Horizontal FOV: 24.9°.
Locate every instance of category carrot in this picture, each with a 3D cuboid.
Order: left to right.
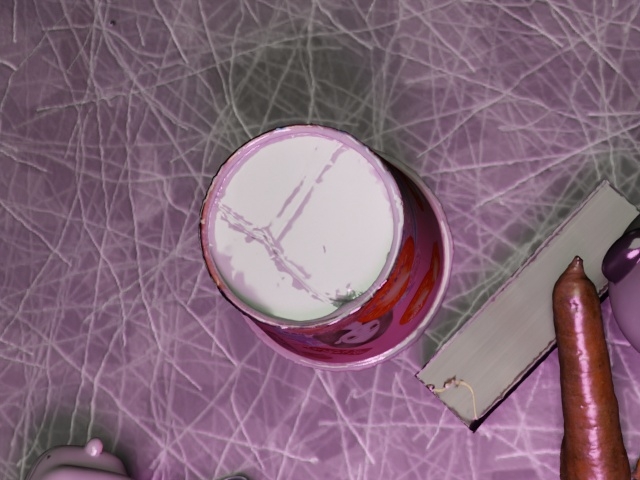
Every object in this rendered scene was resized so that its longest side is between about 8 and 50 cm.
[{"bbox_3d":[0.259,0.180,1.388,0.070,0.070,0.342,-9,100,9],"label":"carrot"}]

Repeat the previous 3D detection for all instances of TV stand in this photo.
[{"bbox_3d":[0.216,0.068,1.441,0.269,0.088,0.083,-45,79,1],"label":"TV stand"}]

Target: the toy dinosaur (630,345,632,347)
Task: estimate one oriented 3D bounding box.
[{"bbox_3d":[0.361,0.028,1.451,0.058,0.037,0.180,18,80,27],"label":"toy dinosaur"}]

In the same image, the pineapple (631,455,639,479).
[{"bbox_3d":[0.371,0.233,1.394,0.116,0.137,0.069,-5,83,-32],"label":"pineapple"}]

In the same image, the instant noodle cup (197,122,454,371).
[{"bbox_3d":[0.000,0.000,1.417,0.243,0.231,0.243,-2,81,10],"label":"instant noodle cup"}]

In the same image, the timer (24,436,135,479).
[{"bbox_3d":[-0.247,0.353,1.420,0.291,0.291,0.315,0,63,10],"label":"timer"}]

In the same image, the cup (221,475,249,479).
[{"bbox_3d":[-0.100,0.287,1.482,0.077,0.078,0.100,-8,47,13],"label":"cup"}]

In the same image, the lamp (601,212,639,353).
[{"bbox_3d":[0.368,0.061,1.334,0.197,0.198,0.244,-14,123,8],"label":"lamp"}]
